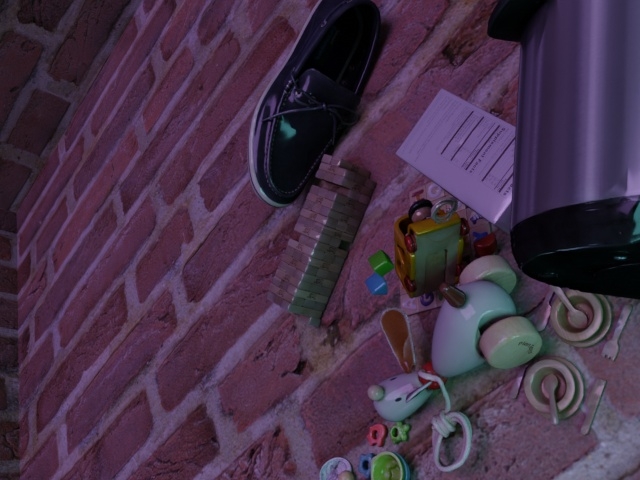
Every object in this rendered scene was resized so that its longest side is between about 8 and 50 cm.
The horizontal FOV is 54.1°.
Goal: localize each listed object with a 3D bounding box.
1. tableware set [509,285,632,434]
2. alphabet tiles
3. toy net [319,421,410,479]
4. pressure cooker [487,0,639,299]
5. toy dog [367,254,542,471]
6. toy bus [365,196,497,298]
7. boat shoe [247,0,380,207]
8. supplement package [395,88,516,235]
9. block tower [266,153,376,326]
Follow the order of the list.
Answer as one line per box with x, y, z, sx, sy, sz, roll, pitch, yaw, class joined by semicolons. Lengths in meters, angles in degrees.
0.337;0.154;0.875;0.128;0.039;0.194;20;90;50;tableware set
0.212;-0.001;1.104;0.198;0.009;0.237;-24;59;41;alphabet tiles
0.062;0.389;1.086;0.232;0.045;0.122;-31;54;37;toy net
0.403;-0.156;0.672;0.375;0.370;0.420;-5;75;44;pressure cooker
0.171;0.162;0.946;0.333;0.161;0.220;-61;29;12;toy dog
0.166;-0.003;1.001;0.202;0.191;0.104;-49;44;24;toy bus
-0.011;-0.306;1.350;0.156;0.187;0.500;19;84;56;boat shoe
0.262;-0.115;0.985;0.134;0.139;0.244;-55;42;11;supplement package
0.000;0.000;1.278;0.091;0.097;0.335;24;95;51;block tower
